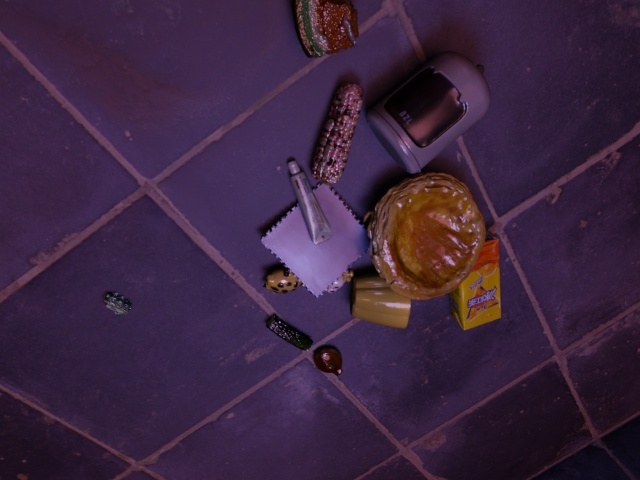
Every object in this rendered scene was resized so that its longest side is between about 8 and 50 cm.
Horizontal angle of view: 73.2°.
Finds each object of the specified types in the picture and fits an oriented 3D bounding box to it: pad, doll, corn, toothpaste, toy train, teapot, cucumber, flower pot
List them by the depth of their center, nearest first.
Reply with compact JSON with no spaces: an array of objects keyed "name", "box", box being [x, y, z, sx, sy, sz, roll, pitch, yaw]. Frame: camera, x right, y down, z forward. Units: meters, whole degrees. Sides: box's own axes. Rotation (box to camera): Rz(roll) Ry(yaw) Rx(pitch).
[{"name":"corn","box":[0.045,-0.285,1.176,0.092,0.092,0.281,10,110,-19]},{"name":"toothpaste","box":[-0.036,-0.109,1.244,0.067,0.037,0.255,-27,108,-12]},{"name":"toy train","box":[-0.609,0.191,1.291,0.083,0.033,0.053,37,107,-27]},{"name":"pad","box":[0.000,0.000,1.297,0.269,0.012,0.269,-41,106,-3]},{"name":"doll","box":[-0.036,0.126,1.372,0.291,0.086,0.117,0,153,-15]},{"name":"flower pot","box":[0.190,0.187,1.411,0.179,0.195,0.195,4,117,-2]},{"name":"cucumber","box":[-0.105,0.319,1.471,0.187,0.058,0.058,39,103,-28]},{"name":"teapot","box":[0.034,0.443,1.559,0.098,0.078,0.129,-34,120,6]}]

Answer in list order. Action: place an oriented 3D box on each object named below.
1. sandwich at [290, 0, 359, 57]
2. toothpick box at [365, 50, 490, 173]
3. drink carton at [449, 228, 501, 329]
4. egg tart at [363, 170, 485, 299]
[{"name":"sandwich","box":[0.012,-0.534,1.019,0.159,0.109,0.185,-18,120,-2]},{"name":"toothpick box","box":[0.301,-0.348,1.143,0.316,0.229,0.229,-39,119,6]},{"name":"drink carton","box":[0.530,0.135,1.504,0.154,0.111,0.351,-18,121,-3]},{"name":"egg tart","box":[0.309,-0.017,1.303,0.387,0.169,0.388,-2,97,-13]}]
